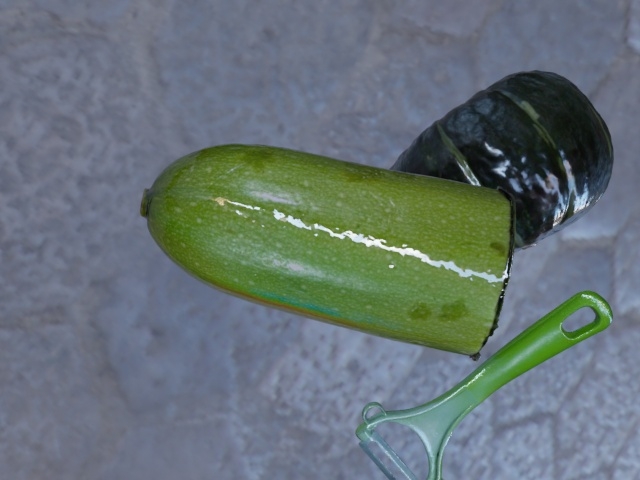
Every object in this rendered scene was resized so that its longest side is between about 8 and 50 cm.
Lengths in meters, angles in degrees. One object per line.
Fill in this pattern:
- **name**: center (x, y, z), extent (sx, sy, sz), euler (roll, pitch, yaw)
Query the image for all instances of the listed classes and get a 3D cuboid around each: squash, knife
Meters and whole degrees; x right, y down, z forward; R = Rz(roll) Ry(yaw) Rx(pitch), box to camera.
- **squash**: center (0.180, -0.066, 1.376), extent (0.252, 0.252, 0.165), euler (-27, 86, -33)
- **squash**: center (0.000, 0.000, 0.683), extent (0.188, 0.095, 0.095), euler (11, 108, -6)
- **knife**: center (0.099, 0.083, 0.784), extent (0.166, 0.022, 0.078), euler (-39, 118, 2)
